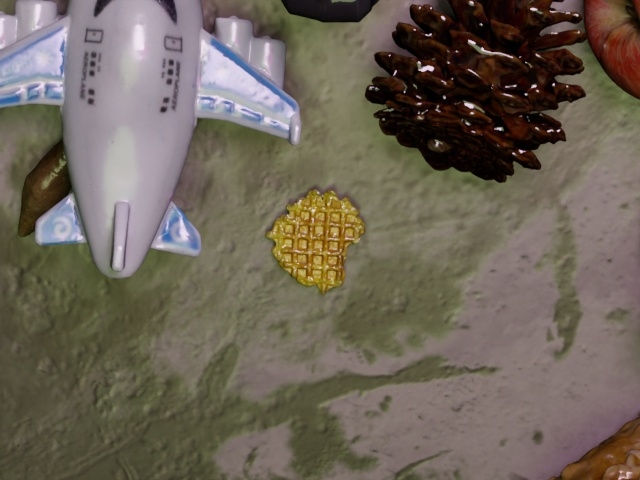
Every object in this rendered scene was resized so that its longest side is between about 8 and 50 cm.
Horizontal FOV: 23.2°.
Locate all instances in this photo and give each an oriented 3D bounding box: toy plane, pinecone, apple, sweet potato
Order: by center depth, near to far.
[{"bbox_3d":[0.276,-0.170,1.169,0.131,0.146,0.146,-8,109,-20],"label":"apple"},{"bbox_3d":[0.128,-0.137,1.182,0.163,0.163,0.165,27,82,-6],"label":"pinecone"},{"bbox_3d":[-0.147,-0.104,1.198,0.267,0.122,0.267,0,89,-9],"label":"toy plane"},{"bbox_3d":[-0.211,-0.066,1.271,0.041,0.038,0.153,27,105,4],"label":"sweet potato"}]

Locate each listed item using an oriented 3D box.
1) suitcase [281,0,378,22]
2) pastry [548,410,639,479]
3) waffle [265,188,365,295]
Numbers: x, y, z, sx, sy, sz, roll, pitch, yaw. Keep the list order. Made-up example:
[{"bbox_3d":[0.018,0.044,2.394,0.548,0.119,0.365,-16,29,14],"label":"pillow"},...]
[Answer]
[{"bbox_3d":[0.028,-0.308,1.099,0.066,0.206,0.285,8,108,8],"label":"suitcase"},{"bbox_3d":[0.284,0.289,1.306,0.255,0.162,0.311,30,108,-9],"label":"pastry"},{"bbox_3d":[-0.001,-0.002,1.296,0.078,0.016,0.085,34,105,-9],"label":"waffle"}]
